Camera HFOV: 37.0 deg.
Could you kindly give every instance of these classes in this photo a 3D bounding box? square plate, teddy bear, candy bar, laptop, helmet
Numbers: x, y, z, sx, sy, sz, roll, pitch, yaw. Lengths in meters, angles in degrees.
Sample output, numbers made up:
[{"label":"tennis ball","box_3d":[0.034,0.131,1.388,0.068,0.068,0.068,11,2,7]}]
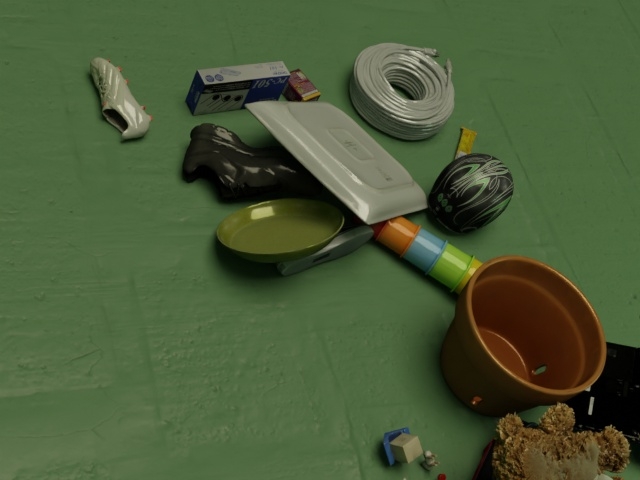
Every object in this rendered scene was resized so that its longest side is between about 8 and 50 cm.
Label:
[{"label":"square plate","box_3d":[0.052,-0.179,1.950,0.344,0.049,0.347,44,23,14]},{"label":"teddy bear","box_3d":[0.413,0.396,1.636,0.338,0.113,0.245,-7,83,-38]},{"label":"candy bar","box_3d":[0.334,-0.211,2.231,0.040,0.018,0.161,24,49,-3]},{"label":"laptop","box_3d":[0.617,0.344,1.956,0.264,0.136,0.234,10,46,14]},{"label":"helmet","box_3d":[0.328,-0.107,2.046,0.169,0.161,0.169,27,38,-24]}]

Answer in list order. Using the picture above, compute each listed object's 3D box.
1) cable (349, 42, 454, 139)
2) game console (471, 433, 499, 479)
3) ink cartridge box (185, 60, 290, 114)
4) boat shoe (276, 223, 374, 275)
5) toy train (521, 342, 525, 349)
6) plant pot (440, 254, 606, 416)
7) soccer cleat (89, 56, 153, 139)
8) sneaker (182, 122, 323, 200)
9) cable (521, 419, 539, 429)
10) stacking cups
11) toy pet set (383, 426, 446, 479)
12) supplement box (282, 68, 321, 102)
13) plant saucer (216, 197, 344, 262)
[{"label":"cable","box_3d":[0.188,-0.349,2.219,0.257,0.089,0.257,12,52,-17]},{"label":"game console","box_3d":[0.381,0.552,1.656,0.342,0.060,0.386,35,49,3]},{"label":"ink cartridge box","box_3d":[-0.173,-0.322,2.016,0.207,0.097,0.046,-13,63,-32]},{"label":"boat shoe","box_3d":[0.000,0.000,1.879,0.229,0.080,0.076,-22,69,-28]},{"label":"toy train","box_3d":[0.476,0.230,1.947,0.158,0.027,0.036,13,58,-1]},{"label":"plant pot","box_3d":[0.359,0.201,1.811,0.291,0.203,0.290,13,52,-17]},{"label":"soccer cleat","box_3d":[-0.410,-0.284,1.897,0.076,0.068,0.196,-28,74,-35]},{"label":"sneaker","box_3d":[-0.137,-0.127,1.890,0.286,0.109,0.130,16,61,5]},{"label":"cable","box_3d":[0.399,0.397,1.714,0.151,0.047,0.184,-9,62,-33]},{"label":"stacking cups","box_3d":[0.215,0.014,1.958,0.316,0.096,0.096,35,48,3]},{"label":"toy pet set","box_3d":[0.143,0.396,1.673,0.122,0.065,0.114,-27,105,-35]},{"label":"supplement box","box_3d":[-0.049,-0.333,2.121,0.055,0.043,0.083,-27,71,-37]},{"label":"plant saucer","box_3d":[-0.074,-0.015,1.805,0.241,0.037,0.241,-4,26,2]}]
